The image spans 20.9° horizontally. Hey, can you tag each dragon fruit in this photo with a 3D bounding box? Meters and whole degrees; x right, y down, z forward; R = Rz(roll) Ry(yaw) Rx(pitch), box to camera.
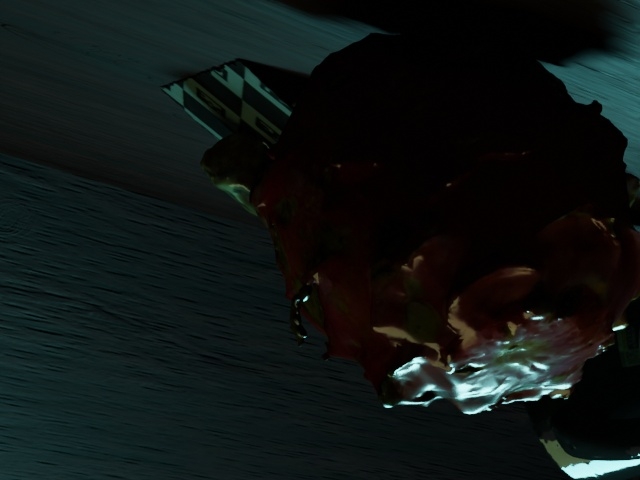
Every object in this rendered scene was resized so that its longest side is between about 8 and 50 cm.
[{"bbox_3d":[0.063,-0.024,0.965,0.205,0.210,0.268,-3,-154,-32],"label":"dragon fruit"}]

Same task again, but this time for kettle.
[{"bbox_3d":[0.342,0.116,1.597,0.290,0.207,0.268,-19,-160,34],"label":"kettle"}]

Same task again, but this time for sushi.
[{"bbox_3d":[0.000,0.000,1.441,0.339,0.069,0.320,42,170,-13],"label":"sushi"}]

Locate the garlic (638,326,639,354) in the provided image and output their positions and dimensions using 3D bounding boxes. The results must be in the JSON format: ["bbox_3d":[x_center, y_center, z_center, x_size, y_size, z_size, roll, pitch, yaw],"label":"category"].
[{"bbox_3d":[0.352,0.054,1.333,0.228,0.152,0.228,-15,163,-5],"label":"garlic"}]
